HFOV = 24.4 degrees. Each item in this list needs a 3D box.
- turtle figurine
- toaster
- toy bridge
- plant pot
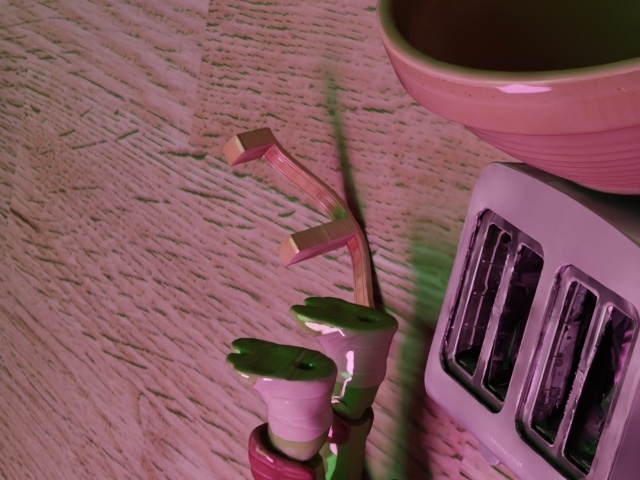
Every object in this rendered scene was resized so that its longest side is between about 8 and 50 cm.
[{"bbox_3d":[-0.046,0.173,0.994,0.275,0.198,0.266,35,126,53],"label":"turtle figurine"},{"bbox_3d":[0.152,0.050,0.750,0.168,0.110,0.185,41,122,54],"label":"toaster"},{"bbox_3d":[0.000,0.000,1.069,0.188,0.063,0.026,60,141,15],"label":"toy bridge"},{"bbox_3d":[0.154,-0.098,0.703,0.237,0.237,0.109,39,157,55],"label":"plant pot"}]
